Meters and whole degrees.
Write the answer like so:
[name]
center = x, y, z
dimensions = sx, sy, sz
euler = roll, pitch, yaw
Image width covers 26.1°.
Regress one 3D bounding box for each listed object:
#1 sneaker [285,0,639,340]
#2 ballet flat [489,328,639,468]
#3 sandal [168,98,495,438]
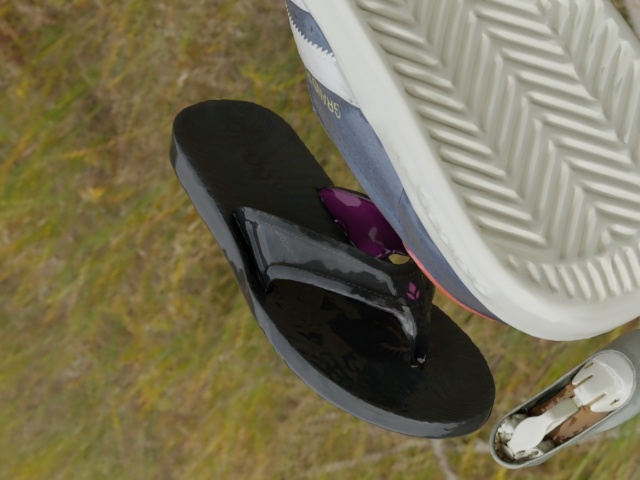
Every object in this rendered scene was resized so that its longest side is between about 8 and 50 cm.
[sneaker]
center = 0.024, -0.122, 0.542
dimensions = 0.148, 0.131, 0.350
euler = 138, 112, -79
[ballet flat]
center = 0.250, 0.159, 1.334
dimensions = 0.213, 0.068, 0.072
euler = -41, 70, 28
[sandal]
center = -0.003, 0.000, 1.246
dimensions = 0.446, 0.167, 0.107
euler = 50, 140, 32
